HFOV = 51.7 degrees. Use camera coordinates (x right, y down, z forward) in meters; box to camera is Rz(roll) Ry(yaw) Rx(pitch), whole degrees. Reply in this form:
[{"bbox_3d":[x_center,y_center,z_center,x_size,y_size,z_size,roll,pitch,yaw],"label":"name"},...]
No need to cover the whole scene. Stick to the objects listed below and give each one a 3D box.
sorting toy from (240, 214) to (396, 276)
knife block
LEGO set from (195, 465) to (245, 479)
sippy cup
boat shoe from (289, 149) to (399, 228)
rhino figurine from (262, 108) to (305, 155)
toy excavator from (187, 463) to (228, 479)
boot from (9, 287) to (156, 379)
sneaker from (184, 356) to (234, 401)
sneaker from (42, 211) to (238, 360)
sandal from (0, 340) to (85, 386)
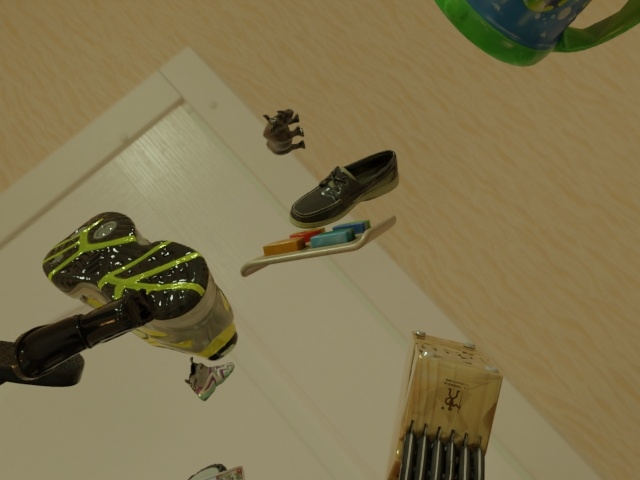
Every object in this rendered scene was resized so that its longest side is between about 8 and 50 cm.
[{"bbox_3d":[0.000,0.000,1.016,0.208,0.038,0.193,-15,5,21],"label":"sorting toy"},{"bbox_3d":[0.118,0.237,0.715,0.275,0.088,0.242,-2,-75,-85],"label":"knife block"},{"bbox_3d":[-0.199,0.418,0.853,0.244,0.182,0.060,-19,-50,0],"label":"LEGO set"},{"bbox_3d":[0.277,-0.376,0.813,0.305,0.240,0.224,-8,-22,-37],"label":"sippy cup"},{"bbox_3d":[0.041,-0.095,1.132,0.223,0.080,0.073,-26,-44,-22],"label":"boat shoe"},{"bbox_3d":[-0.102,-0.292,1.761,0.106,0.073,0.243,-18,-12,-2],"label":"rhino figurine"},{"bbox_3d":[-0.148,0.542,0.995,0.432,0.222,0.445,-26,12,3],"label":"toy excavator"},{"bbox_3d":[-0.220,0.086,0.630,0.099,0.045,0.121,-20,5,17],"label":"boot"},{"bbox_3d":[-0.191,0.218,1.112,0.038,0.069,0.098,-49,-3,30],"label":"sneaker"},{"bbox_3d":[-0.260,0.069,0.919,0.145,0.384,0.147,-43,-51,-21],"label":"sneaker"},{"bbox_3d":[-0.433,0.160,0.831,0.055,0.254,0.097,-70,23,11],"label":"sandal"}]
